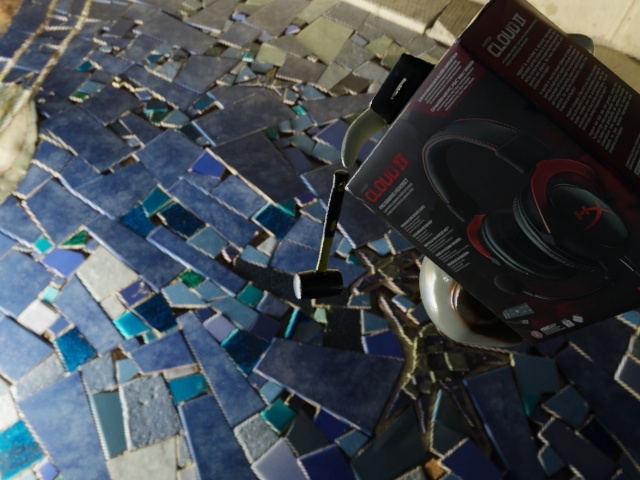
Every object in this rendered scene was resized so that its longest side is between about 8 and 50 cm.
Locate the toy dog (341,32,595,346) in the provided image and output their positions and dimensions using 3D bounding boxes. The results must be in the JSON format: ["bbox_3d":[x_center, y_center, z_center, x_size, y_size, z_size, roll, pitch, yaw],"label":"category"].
[{"bbox_3d":[0.241,-0.052,0.751,0.396,0.407,0.284,1,160,-9],"label":"toy dog"}]

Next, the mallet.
[{"bbox_3d":[0.000,0.000,0.630,0.039,0.062,0.189,-119,24,-46],"label":"mallet"}]

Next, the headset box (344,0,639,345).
[{"bbox_3d":[0.175,-0.059,0.479,0.293,0.110,0.218,40,147,0],"label":"headset box"}]
